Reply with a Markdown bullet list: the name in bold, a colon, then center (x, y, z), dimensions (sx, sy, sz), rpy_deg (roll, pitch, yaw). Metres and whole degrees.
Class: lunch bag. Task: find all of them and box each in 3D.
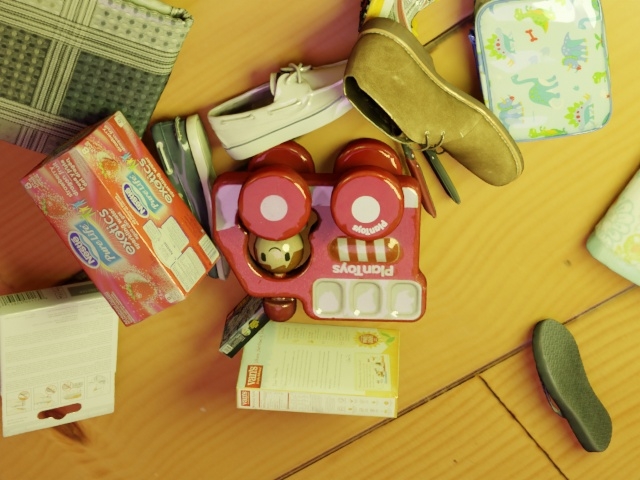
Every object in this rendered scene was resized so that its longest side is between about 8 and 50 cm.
- **lunch bag**: center (0.291, -0.244, 1.731), dimensions (0.176, 0.090, 0.219), rpy_deg (-9, 121, 9)

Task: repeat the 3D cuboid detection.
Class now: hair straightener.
- **hair straightener**: center (0.151, -0.148, 1.838), dimensions (0.089, 0.047, 0.230), rpy_deg (-27, 112, -5)

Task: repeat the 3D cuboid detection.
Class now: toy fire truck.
- **toy fire truck**: center (0.000, 0.000, 1.828), dimensions (0.302, 0.169, 0.254), rpy_deg (0, 110, 2)

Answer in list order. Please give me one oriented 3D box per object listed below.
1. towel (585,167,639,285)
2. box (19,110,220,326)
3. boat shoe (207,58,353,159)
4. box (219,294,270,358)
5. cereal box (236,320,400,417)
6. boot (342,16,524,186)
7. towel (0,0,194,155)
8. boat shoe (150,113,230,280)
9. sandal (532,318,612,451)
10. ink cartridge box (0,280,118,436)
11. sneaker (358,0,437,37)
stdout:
- **towel**: center (0.615, -0.027, 1.843), dimensions (0.374, 0.090, 0.321), rpy_deg (26, 117, -11)
- **box**: center (-0.272, -0.029, 1.792), dimensions (0.122, 0.128, 0.257), rpy_deg (-26, 106, 31)
- **boat shoe**: center (-0.038, -0.196, 1.784), dimensions (0.258, 0.095, 0.084), rpy_deg (-27, 120, 18)
- **box**: center (-0.097, 0.105, 1.972), dimensions (0.027, 0.094, 0.137), rpy_deg (37, 118, -17)
- **cereal box**: center (-0.001, 0.192, 1.971), dimensions (0.240, 0.173, 0.047), rpy_deg (3, 122, 3)
- **boot**: center (0.145, -0.151, 1.725), dimensions (0.305, 0.115, 0.112), rpy_deg (39, 149, -23)
- **towel**: center (-0.371, -0.247, 1.769), dimensions (0.324, 0.056, 0.312), rpy_deg (17, 134, -16)
- **boat shoe**: center (-0.185, -0.056, 1.880), dimensions (0.079, 0.095, 0.255), rpy_deg (-8, 119, 8)
- **sandal**: center (0.377, 0.233, 2.019), dimensions (0.054, 0.097, 0.255), rpy_deg (-6, 124, 39)
- **ink cartridge box**: center (-0.411, 0.179, 2.016), dimensions (0.189, 0.066, 0.232), rpy_deg (-10, 129, -26)
- **sneaker**: center (0.123, -0.359, 1.687), dimensions (0.092, 0.088, 0.225), rpy_deg (15, 131, -9)
